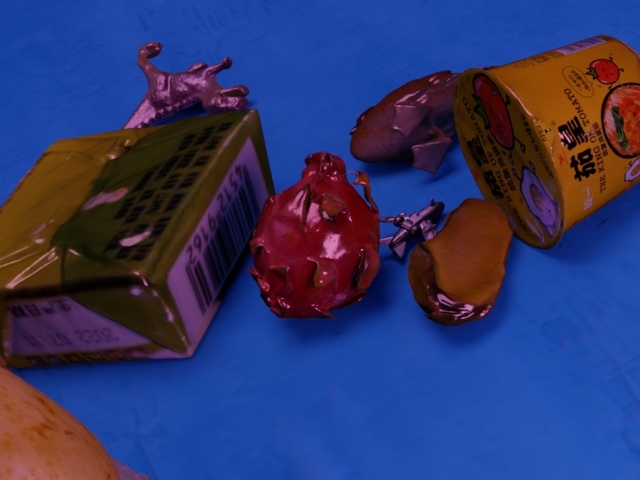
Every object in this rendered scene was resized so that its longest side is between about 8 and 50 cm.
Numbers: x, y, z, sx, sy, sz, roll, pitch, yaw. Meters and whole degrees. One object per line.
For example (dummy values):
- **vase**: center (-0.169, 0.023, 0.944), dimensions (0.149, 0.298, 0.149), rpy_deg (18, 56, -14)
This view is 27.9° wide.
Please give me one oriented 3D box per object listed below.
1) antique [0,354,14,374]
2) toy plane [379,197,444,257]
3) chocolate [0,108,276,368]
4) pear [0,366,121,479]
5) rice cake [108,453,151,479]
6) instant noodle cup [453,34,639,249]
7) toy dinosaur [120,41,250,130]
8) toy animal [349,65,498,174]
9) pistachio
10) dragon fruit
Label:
- **antique**: center (-0.380, 0.166, 1.260), dimensions (0.146, 0.152, 0.148), rpy_deg (8, 43, 42)
- **toy plane**: center (0.096, -0.015, 1.296), dimensions (0.083, 0.031, 0.078), rpy_deg (-42, 50, -20)
- **chocolate**: center (-0.219, 0.001, 1.402), dimensions (0.288, 0.137, 0.301), rpy_deg (-6, 36, 29)
- **pear**: center (-0.304, 0.247, 0.918), dimensions (0.348, 0.348, 0.348), rpy_deg (-18, 32, 12)
- **rice cake**: center (-0.212, 0.225, 1.156), dimensions (0.085, 0.040, 0.226), rpy_deg (-42, 35, -24)
- **instant noodle cup**: center (0.231, -0.103, 1.202), dimensions (0.144, 0.182, 0.182), rpy_deg (-25, 31, -14)
- **toy dinosaur**: center (-0.216, -0.185, 1.737), dimensions (0.251, 0.072, 0.200), rpy_deg (-12, 43, 4)
- **toy animal**: center (0.114, -0.146, 1.434), dimensions (0.188, 0.089, 0.179), rpy_deg (-30, 19, 1)
- **pistachio**: center (0.127, 0.026, 1.196), dimensions (0.089, 0.049, 0.173), rpy_deg (11, 40, 10)
- **dragon fruit**: center (0.000, 0.000, 1.247), dimensions (0.136, 0.133, 0.166), rpy_deg (-2, 73, 42)
